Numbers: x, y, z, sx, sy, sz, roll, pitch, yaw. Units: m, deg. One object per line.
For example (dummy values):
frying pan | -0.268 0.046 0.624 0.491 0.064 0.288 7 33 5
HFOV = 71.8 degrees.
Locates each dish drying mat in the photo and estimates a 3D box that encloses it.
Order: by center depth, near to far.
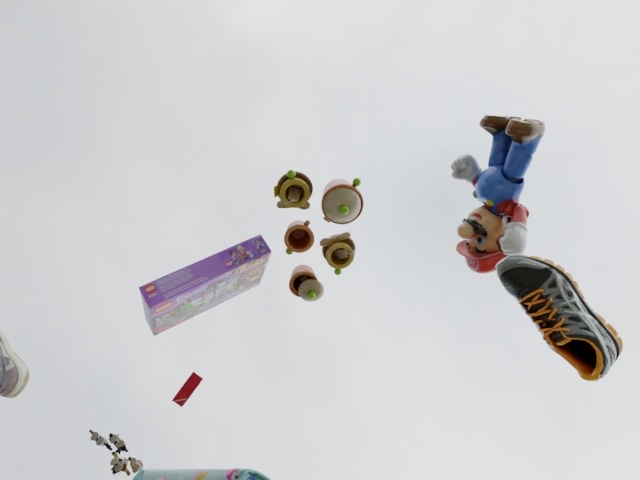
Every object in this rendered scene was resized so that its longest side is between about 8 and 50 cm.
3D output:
dish drying mat | -0.332 0.372 1.105 0.032 0.008 0.083 37 -103 -4

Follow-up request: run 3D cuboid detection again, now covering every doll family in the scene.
doll family | -0.569 0.591 1.234 0.076 0.111 0.193 -34 -102 -25

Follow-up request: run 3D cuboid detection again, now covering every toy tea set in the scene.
toy tea set | 0.000 0.000 1.039 0.200 0.124 0.336 -4 -65 -3

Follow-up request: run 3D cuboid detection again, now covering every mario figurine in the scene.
mario figurine | 0.334 -0.082 0.886 0.170 0.198 0.320 10 -69 18

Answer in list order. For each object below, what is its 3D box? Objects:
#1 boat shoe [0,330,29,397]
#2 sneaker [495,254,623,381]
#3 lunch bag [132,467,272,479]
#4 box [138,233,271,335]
boat shoe | -0.805 0.267 1.043 0.285 0.092 0.103 30 -107 24
sneaker | 0.339 0.107 0.635 0.215 0.083 0.084 44 -42 9
lunch bag | -0.104 0.403 0.559 0.223 0.160 0.262 -21 -56 34
box | -0.267 0.107 1.040 0.293 0.201 0.057 -26 -108 -27
